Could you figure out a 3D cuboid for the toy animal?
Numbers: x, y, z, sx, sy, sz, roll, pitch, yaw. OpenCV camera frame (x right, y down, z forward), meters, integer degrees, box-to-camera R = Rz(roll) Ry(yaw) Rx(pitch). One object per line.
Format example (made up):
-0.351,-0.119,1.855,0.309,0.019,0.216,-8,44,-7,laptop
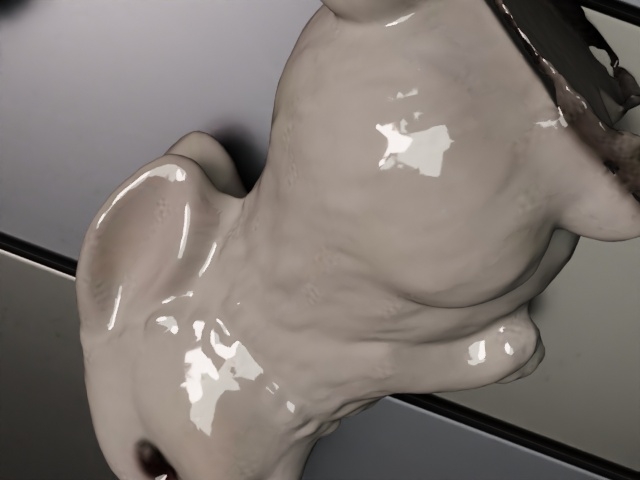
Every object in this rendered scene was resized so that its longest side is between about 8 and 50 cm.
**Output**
0.000,0.000,0.879,0.357,0.194,0.258,-37,104,21,toy animal
